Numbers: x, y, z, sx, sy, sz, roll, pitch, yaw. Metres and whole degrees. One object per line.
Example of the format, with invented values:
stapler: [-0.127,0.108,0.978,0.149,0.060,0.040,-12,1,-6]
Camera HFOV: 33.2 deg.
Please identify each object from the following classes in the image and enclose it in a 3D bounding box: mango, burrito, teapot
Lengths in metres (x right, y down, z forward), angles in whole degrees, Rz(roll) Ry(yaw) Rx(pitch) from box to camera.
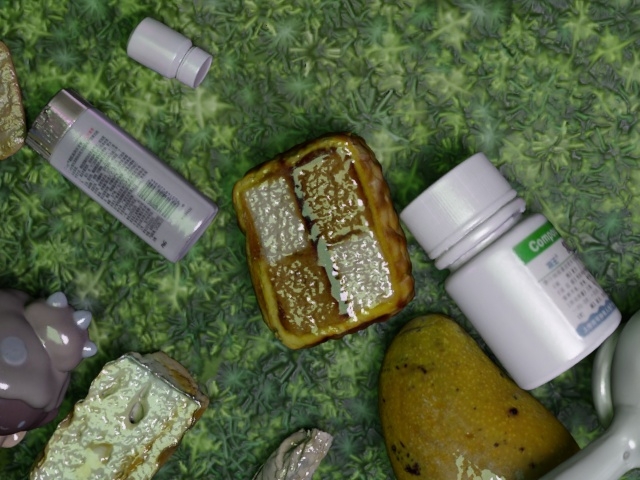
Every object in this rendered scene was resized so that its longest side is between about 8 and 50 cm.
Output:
mango: [0.174,0.241,1.172,0.176,0.175,0.329,-40,89,-33]
burrito: [-0.056,0.309,1.264,0.058,0.063,0.229,15,110,-34]
teapot: [0.331,0.165,1.090,0.149,0.318,0.220,-6,88,45]

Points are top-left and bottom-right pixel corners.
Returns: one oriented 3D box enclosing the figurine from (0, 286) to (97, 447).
figurine: [-0.418,0.198,1.232,0.248,0.203,0.380,21,109,-10]

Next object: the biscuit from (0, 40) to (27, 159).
biscuit: [-0.388,-0.168,1.271,0.071,0.018,0.147,-10,95,7]

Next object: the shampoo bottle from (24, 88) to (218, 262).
shampoo bottle: [-0.230,-0.075,1.241,0.227,0.056,0.086,38,101,2]

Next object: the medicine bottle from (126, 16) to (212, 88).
medicine bottle: [-0.171,-0.212,1.221,0.089,0.052,0.052,29,99,4]

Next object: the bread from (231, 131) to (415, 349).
bread: [0.000,0.000,1.194,0.181,0.096,0.222,-17,92,13]

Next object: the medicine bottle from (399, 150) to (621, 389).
medicine bottle: [0.200,0.030,1.156,0.139,0.139,0.237,-39,83,10]

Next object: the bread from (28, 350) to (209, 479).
bread: [-0.243,0.234,1.266,0.128,0.088,0.232,38,93,-7]
